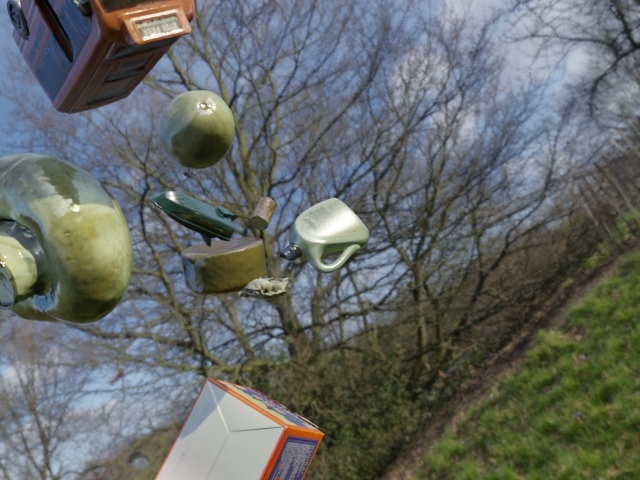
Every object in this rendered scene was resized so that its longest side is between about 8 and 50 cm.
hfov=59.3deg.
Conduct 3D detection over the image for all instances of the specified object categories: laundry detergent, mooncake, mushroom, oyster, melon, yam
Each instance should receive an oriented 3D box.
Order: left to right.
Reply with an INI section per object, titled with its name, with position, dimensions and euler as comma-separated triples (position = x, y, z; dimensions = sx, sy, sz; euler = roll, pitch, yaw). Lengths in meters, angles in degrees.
[mushroom]
position = -0.520, 0.012, 1.052
dimensions = 0.352, 0.352, 0.260
euler = -36, 6, 35
[melon]
position = -0.420, -0.379, 1.933
dimensions = 0.272, 0.271, 0.308
euler = -15, 5, -44
[mooncake]
position = -0.327, 0.087, 1.925
dimensions = 0.285, 0.155, 0.284
euler = -7, 13, 2
[yam]
position = -0.222, -0.106, 2.180
dimensions = 0.084, 0.084, 0.127
euler = -39, 22, 41
[oyster]
position = -0.144, 0.125, 1.473
dimensions = 0.166, 0.053, 0.108
euler = 6, 31, 43
[laundry detergent]
position = 0.000, 0.000, 1.786
dimensions = 0.281, 0.215, 0.105
euler = -35, -15, -32

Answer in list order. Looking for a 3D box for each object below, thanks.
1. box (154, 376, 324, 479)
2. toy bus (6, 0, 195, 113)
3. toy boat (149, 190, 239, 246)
[box]
position = -0.226, 0.630, 1.616
dimensions = 0.257, 0.319, 0.348
euler = 40, -107, -55
[toy bus]
position = -0.392, -0.391, 0.996
dimensions = 0.203, 0.232, 0.427
euler = -30, 10, -34
[toy boat]
position = -0.322, -0.061, 1.405
dimensions = 0.246, 0.093, 0.103
euler = 26, -72, -45
